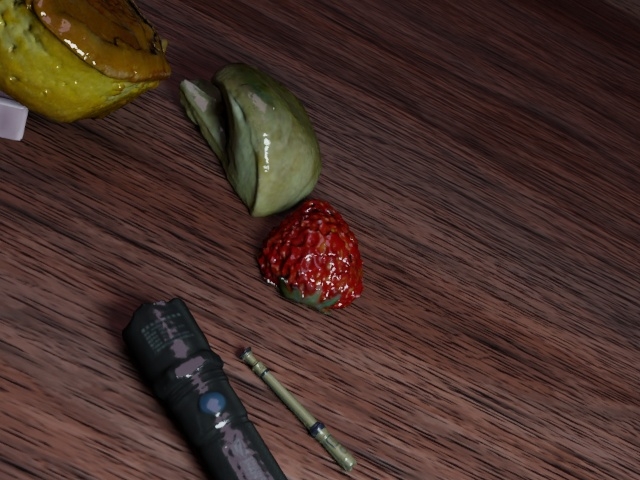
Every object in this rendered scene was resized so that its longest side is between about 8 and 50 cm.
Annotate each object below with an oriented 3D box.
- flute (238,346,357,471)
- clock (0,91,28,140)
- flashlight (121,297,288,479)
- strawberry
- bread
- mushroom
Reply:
[{"bbox_3d":[-0.033,0.245,1.145,0.233,0.027,0.027,44,45,13],"label":"flute"},{"bbox_3d":[-0.604,-0.211,1.202,0.290,0.080,0.275,13,47,-17],"label":"clock"},{"bbox_3d":[-0.126,0.262,1.031,0.103,0.103,0.424,-18,63,-39],"label":"flashlight"},{"bbox_3d":[0.000,0.000,1.324,0.190,0.111,0.236,18,44,-11],"label":"strawberry"},{"bbox_3d":[-0.415,-0.334,1.258,0.337,0.204,0.358,42,15,1],"label":"bread"},{"bbox_3d":[-0.094,-0.221,1.419,0.217,0.212,0.292,-23,58,-32],"label":"mushroom"}]
